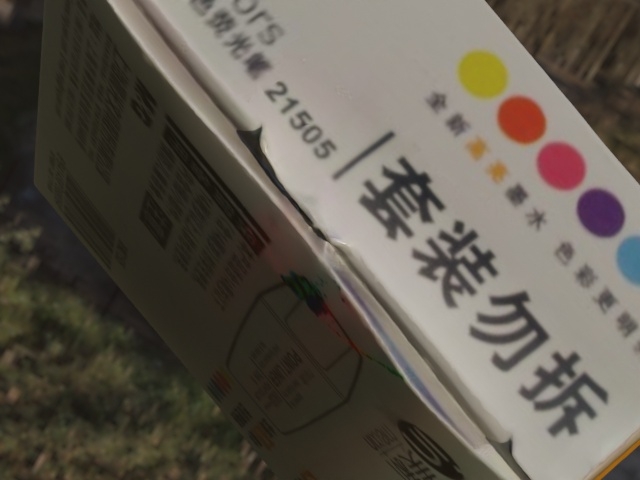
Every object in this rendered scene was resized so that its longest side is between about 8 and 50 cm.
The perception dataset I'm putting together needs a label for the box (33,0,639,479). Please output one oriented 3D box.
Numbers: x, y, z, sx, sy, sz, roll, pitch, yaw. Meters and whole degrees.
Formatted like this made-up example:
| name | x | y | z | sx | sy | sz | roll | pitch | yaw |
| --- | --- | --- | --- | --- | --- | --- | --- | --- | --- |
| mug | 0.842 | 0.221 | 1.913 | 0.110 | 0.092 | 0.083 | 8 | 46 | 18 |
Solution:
| name | x | y | z | sx | sy | sz | roll | pitch | yaw |
| --- | --- | --- | --- | --- | --- | --- | --- | --- | --- |
| box | 0.000 | 0.000 | 0.538 | 0.221 | 0.091 | 0.274 | 50 | -17 | 3 |
